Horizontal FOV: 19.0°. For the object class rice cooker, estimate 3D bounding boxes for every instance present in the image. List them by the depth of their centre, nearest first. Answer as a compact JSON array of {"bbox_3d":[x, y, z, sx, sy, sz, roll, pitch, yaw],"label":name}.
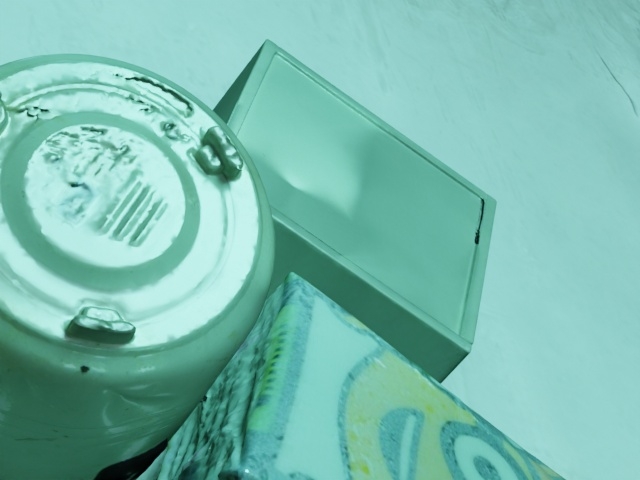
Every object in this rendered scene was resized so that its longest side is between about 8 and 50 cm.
[{"bbox_3d":[-0.155,0.026,1.096,0.226,0.244,0.226,8,63,-16],"label":"rice cooker"}]

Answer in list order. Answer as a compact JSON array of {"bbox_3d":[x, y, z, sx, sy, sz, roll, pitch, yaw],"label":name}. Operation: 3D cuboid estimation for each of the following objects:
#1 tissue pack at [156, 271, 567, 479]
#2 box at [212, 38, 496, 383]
[{"bbox_3d":[0.050,0.193,1.187,0.311,0.128,0.228,39,30,-14],"label":"tissue pack"},{"bbox_3d":[0.000,0.000,1.418,0.225,0.117,0.225,35,30,-10],"label":"box"}]
